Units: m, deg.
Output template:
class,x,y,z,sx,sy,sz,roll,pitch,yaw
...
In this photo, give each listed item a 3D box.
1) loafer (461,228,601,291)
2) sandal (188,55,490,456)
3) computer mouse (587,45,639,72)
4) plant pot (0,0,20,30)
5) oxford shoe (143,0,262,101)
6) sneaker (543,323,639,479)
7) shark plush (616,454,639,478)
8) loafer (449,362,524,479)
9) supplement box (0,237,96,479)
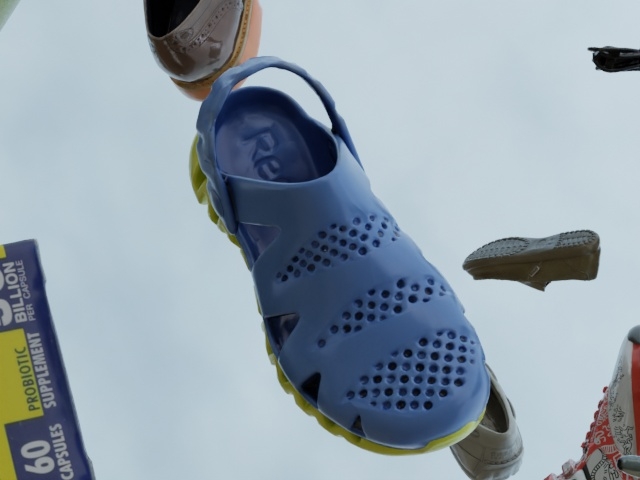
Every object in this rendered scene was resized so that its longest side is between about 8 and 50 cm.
class,x,y,z,sx,sy,sz,roll,pitch,yaw
loafer,0.208,0.025,1.689,0.148,0.056,0.050,-7,-70,34
sandal,0.000,0.000,1.107,0.317,0.126,0.138,54,-17,29
computer mouse,0.385,-0.168,1.594,0.262,0.184,0.060,168,-78,-66
plant pot,-0.402,-0.253,1.656,0.276,0.254,0.276,22,-10,4
oxford shoe,-0.122,-0.336,1.820,0.130,0.133,0.363,-10,-116,22
sneaker,0.307,0.222,1.864,0.145,0.270,0.090,-20,-40,29
shark plush,0.303,0.202,1.326,0.067,0.161,0.073,162,-72,-74
loafer,0.161,0.162,2.178,0.319,0.112,0.111,54,-25,36
supplement box,-0.367,0.140,1.215,0.195,0.357,0.194,-33,-109,64
